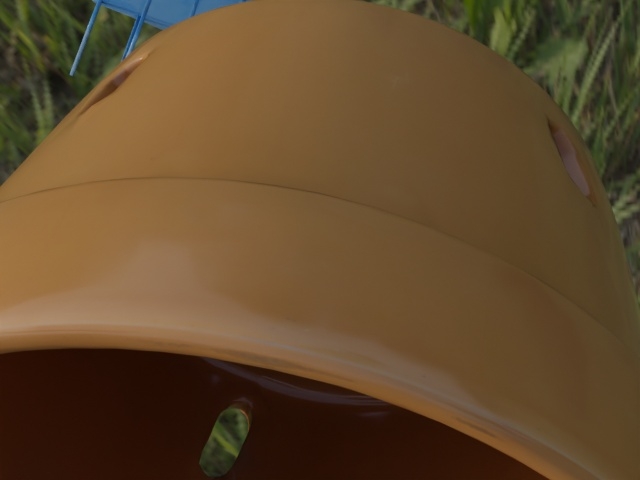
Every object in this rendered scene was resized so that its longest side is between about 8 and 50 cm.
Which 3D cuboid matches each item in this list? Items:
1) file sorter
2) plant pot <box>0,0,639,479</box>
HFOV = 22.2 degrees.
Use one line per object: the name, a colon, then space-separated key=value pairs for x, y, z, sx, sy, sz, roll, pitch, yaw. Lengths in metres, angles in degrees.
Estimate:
file sorter: x=-0.130 y=-0.180 z=1.484 sx=0.170 sy=0.118 sz=0.104 roll=21 pitch=66 yaw=-10
plant pot: x=-0.009 y=0.058 z=0.539 sx=0.291 sy=0.291 sz=0.203 roll=2 pitch=43 yaw=13
